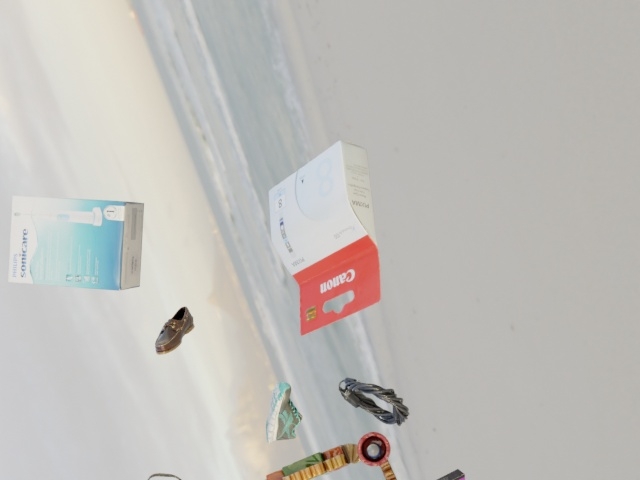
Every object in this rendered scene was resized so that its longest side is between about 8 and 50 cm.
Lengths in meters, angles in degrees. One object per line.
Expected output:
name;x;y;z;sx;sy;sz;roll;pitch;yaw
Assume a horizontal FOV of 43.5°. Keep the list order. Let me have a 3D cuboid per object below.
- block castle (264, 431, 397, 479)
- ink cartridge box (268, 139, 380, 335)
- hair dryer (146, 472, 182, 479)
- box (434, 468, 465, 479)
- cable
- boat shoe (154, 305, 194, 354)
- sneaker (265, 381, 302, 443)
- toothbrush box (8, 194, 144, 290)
block castle;0.013;0.696;2.027;0.213;0.453;0.303;62;-176;-72
ink cartridge box;0.000;0.000;1.896;0.308;0.091;0.385;-29;56;46
hair dryer;-0.272;0.638;1.662;0.293;0.223;0.080;33;156;-7
box;0.290;0.630;1.889;0.029;0.116;0.162;29;131;56
cable;0.138;0.374;1.868;0.184;0.047;0.150;43;145;-26
boat shoe;-0.434;0.262;2.350;0.207;0.073;0.073;-61;-37;-67
sneaker;-0.075;0.382;1.789;0.065;0.076;0.166;-104;22;-55
toothbrush box;-0.597;0.004;1.962;0.126;0.296;0.216;-4;-83;-81
